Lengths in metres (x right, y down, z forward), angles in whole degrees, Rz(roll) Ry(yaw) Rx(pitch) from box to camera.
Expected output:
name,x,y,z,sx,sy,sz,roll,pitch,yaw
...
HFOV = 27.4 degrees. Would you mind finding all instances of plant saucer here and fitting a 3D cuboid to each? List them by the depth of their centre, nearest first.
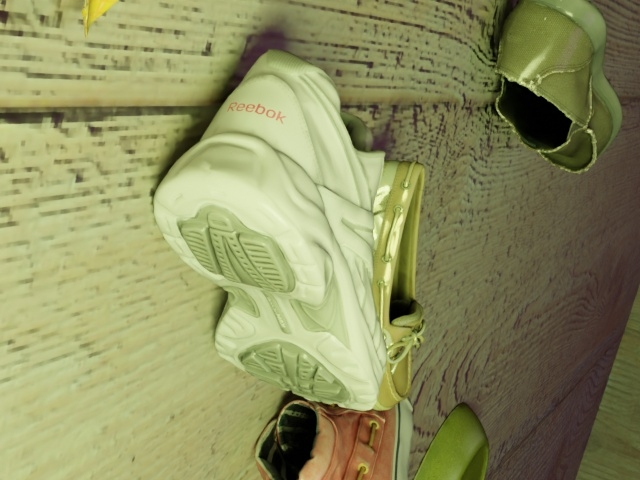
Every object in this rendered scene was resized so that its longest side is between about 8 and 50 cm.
name,x,y,z,sx,sy,sz,roll,pitch,yaw
plant saucer,0.121,0.283,1.326,0.241,0.037,0.241,-54,155,-39

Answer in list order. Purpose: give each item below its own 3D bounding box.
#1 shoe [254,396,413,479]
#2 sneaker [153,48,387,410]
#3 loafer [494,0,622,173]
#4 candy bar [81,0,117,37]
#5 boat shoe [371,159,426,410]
name,x,y,z,sx,sy,sz,roll,pitch,yaw
shoe,0.009,0.115,0.799,0.063,0.081,0.178,-37,-157,19
sneaker,0.000,0.000,0.628,0.232,0.090,0.115,78,33,-59
loafer,0.173,-0.110,1.026,0.087,0.094,0.251,-55,154,-9
candy bar,-0.044,-0.135,0.473,0.161,0.018,0.040,-55,156,-36
boat shoe,0.042,0.028,0.770,0.056,0.048,0.153,-27,115,-64
